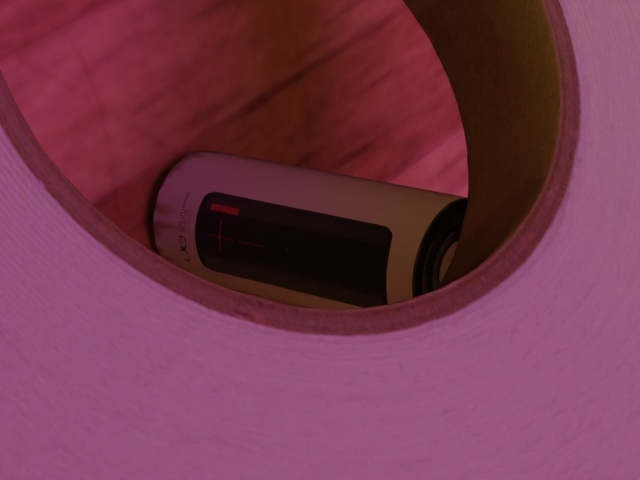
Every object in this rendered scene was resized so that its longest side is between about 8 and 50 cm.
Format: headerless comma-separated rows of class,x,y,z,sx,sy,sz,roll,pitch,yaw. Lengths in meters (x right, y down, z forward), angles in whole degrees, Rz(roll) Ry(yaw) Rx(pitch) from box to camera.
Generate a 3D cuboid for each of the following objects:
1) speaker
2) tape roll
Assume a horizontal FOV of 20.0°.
speaker,0.000,0.000,0.699,0.055,0.136,0.055,-16,112,-46
tape roll,-0.024,-0.053,0.586,0.392,0.072,0.392,11,61,-22
